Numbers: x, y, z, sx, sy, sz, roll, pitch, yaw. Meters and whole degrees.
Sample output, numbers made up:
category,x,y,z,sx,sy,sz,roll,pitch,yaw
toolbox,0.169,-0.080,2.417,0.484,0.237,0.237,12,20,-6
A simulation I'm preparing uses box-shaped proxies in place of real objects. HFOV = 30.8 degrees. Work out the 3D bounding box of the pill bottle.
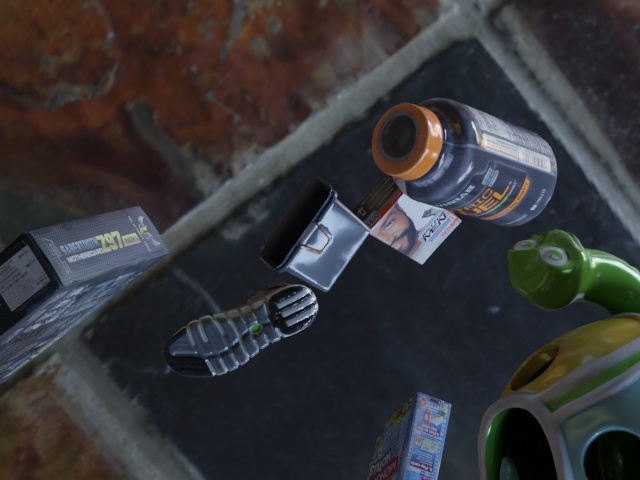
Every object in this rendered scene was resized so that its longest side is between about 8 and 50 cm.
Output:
category,x,y,z,sx,sy,sz,roll,pitch,yaw
pill bottle,0.172,-0.099,1.424,0.245,0.130,0.131,13,71,-45

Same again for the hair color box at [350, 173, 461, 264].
category,x,y,z,sx,sy,sz,roll,pitch,yaw
hair color box,0.127,-0.034,1.702,0.093,0.167,0.053,-49,53,11

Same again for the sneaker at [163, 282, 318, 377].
category,x,y,z,sx,sy,sz,roll,pitch,yaw
sneaker,-0.112,0.123,1.668,0.228,0.132,0.086,-21,99,0

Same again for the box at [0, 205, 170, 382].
category,x,y,z,sx,sy,sz,roll,pitch,yaw
box,-0.264,0.064,1.006,0.232,0.183,0.059,-36,84,21

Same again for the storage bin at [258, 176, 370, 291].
category,x,y,z,sx,sy,sz,roll,pitch,yaw
storage bin,0.000,0.000,1.539,0.091,0.098,0.135,34,91,-26

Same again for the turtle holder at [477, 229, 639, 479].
category,x,y,z,sx,sy,sz,roll,pitch,yaw
turtle holder,0.262,0.159,0.992,0.227,0.243,0.321,0,97,-26

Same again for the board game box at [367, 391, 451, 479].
category,x,y,z,sx,sy,sz,roll,pitch,yaw
board game box,0.111,0.349,1.673,0.060,0.194,0.194,22,50,-14
